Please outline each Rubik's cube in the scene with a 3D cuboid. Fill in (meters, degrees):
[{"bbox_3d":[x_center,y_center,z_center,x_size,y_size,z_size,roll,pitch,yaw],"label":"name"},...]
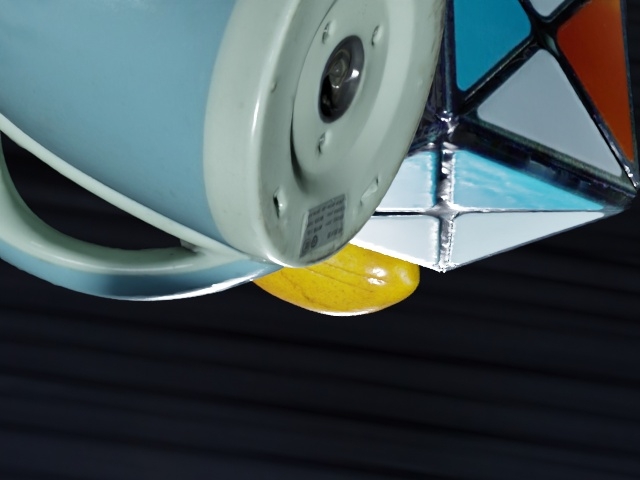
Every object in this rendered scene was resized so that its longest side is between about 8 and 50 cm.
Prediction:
[{"bbox_3d":[0.106,-0.134,1.532,0.248,0.246,0.250,-24,-121,45],"label":"Rubik's cube"}]

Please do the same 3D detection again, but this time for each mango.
[{"bbox_3d":[0.000,0.000,1.922,0.126,0.252,0.154,-4,113,-62],"label":"mango"}]

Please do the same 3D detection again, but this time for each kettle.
[{"bbox_3d":[-0.131,-0.115,1.164,0.247,0.342,0.320,-10,117,-64],"label":"kettle"}]
